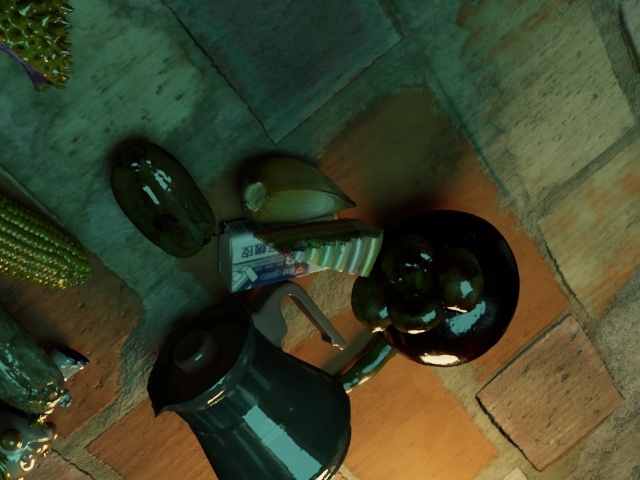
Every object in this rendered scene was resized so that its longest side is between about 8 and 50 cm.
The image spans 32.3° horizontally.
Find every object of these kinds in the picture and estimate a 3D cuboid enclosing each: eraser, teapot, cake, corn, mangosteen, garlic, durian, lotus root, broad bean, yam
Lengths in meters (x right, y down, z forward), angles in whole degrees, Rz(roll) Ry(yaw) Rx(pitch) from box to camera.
[{"bbox_3d":[-0.080,0.012,2.050,0.210,0.068,0.124,-12,124,-23],"label":"eraser"},{"bbox_3d":[-0.113,0.276,2.083,0.376,0.306,0.361,-51,126,-16],"label":"teapot"},{"bbox_3d":[-0.002,0.020,1.982,0.225,0.109,0.090,-6,115,-30],"label":"cake"},{"bbox_3d":[-0.503,-0.006,1.772,0.119,0.119,0.322,-51,135,9],"label":"corn"},{"bbox_3d":[0.215,0.086,2.096,0.307,0.307,0.347,-56,153,14],"label":"mangosteen"},{"bbox_3d":[-0.055,-0.090,1.968,0.207,0.115,0.128,1,158,-27],"label":"garlic"},{"bbox_3d":[-0.441,-0.341,1.589,0.260,0.154,0.186,22,83,-46],"label":"durian"},{"bbox_3d":[-0.264,-0.067,1.859,0.124,0.123,0.241,-56,133,-26],"label":"lotus root"},{"bbox_3d":[0.101,0.259,2.329,0.254,0.046,0.065,-40,118,1],"label":"broad bean"},{"bbox_3d":[-0.545,0.160,1.807,0.133,0.133,0.330,-41,114,1],"label":"yam"}]

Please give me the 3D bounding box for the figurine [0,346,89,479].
[{"bbox_3d":[-0.522,0.311,1.962,0.274,0.133,0.194,-62,170,22],"label":"figurine"}]
